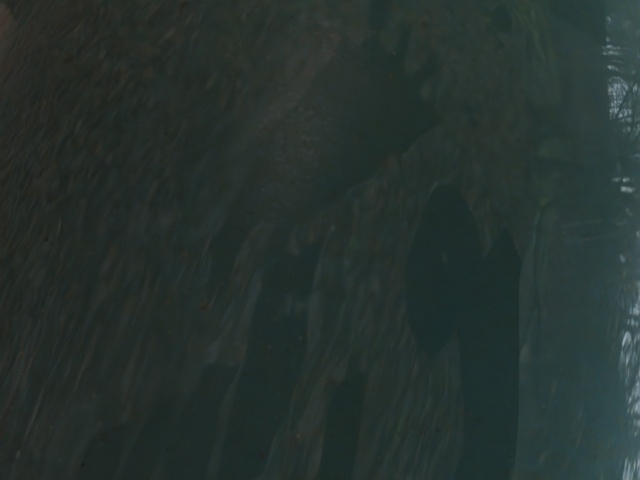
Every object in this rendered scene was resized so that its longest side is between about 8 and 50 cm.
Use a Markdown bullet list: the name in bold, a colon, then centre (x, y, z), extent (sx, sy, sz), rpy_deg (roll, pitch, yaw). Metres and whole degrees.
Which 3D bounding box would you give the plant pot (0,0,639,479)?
- **plant pot**: centre (0.000, 0.000, 0.493), extent (0.293, 0.293, 0.235), rpy_deg (15, -93, 25)
